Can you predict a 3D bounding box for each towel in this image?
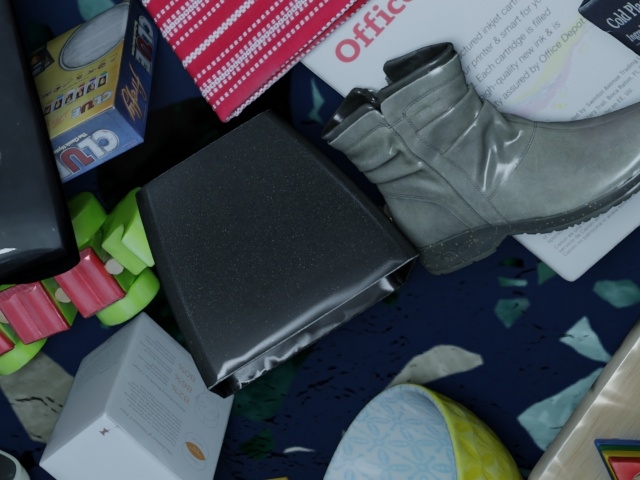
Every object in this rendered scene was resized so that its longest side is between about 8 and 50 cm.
[{"bbox_3d":[-0.084,-0.255,1.105,0.199,0.031,0.274,-38,80,28],"label":"towel"}]

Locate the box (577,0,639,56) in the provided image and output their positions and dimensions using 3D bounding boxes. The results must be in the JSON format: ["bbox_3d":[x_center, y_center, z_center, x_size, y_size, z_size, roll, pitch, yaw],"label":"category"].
[{"bbox_3d":[0.403,-0.207,0.944,0.312,0.179,0.343,35,75,-4],"label":"box"}]

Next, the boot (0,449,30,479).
[{"bbox_3d":[-0.389,0.305,1.507,0.244,0.088,0.176,-7,119,19],"label":"boot"}]

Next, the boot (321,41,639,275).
[{"bbox_3d":[0.129,-0.081,1.073,0.247,0.083,0.161,-26,113,28],"label":"boot"}]

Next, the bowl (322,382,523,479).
[{"bbox_3d":[0.116,0.290,1.343,0.156,0.289,0.289,18,122,-23],"label":"bowl"}]

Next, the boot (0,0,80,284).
[{"bbox_3d":[-0.401,-0.148,1.105,0.367,0.146,0.445,-15,90,14],"label":"boot"}]

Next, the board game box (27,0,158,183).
[{"bbox_3d":[-0.251,-0.093,1.212,0.243,0.165,0.042,-25,127,19],"label":"board game box"}]

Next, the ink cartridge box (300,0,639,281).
[{"bbox_3d":[0.167,-0.151,1.153,0.306,0.131,0.226,40,117,-14],"label":"ink cartridge box"}]

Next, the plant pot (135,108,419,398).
[{"bbox_3d":[-0.046,0.005,1.171,0.188,0.187,0.167,-31,83,-4],"label":"plant pot"}]

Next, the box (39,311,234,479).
[{"bbox_3d":[-0.167,0.174,1.353,0.091,0.170,0.130,-37,109,24],"label":"box"}]

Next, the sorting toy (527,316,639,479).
[{"bbox_3d":[0.366,0.192,1.301,0.255,0.089,0.257,32,97,-11],"label":"sorting toy"}]

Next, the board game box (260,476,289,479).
[{"bbox_3d":[-0.158,0.379,1.532,0.317,0.064,0.242,-9,118,12],"label":"board game box"}]

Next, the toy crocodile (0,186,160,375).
[{"bbox_3d":[-0.265,0.053,1.333,0.341,0.105,0.115,-25,114,20],"label":"toy crocodile"}]

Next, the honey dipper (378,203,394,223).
[{"bbox_3d":[0.000,0.000,1.319,0.161,0.030,0.030,-17,117,19],"label":"honey dipper"}]
